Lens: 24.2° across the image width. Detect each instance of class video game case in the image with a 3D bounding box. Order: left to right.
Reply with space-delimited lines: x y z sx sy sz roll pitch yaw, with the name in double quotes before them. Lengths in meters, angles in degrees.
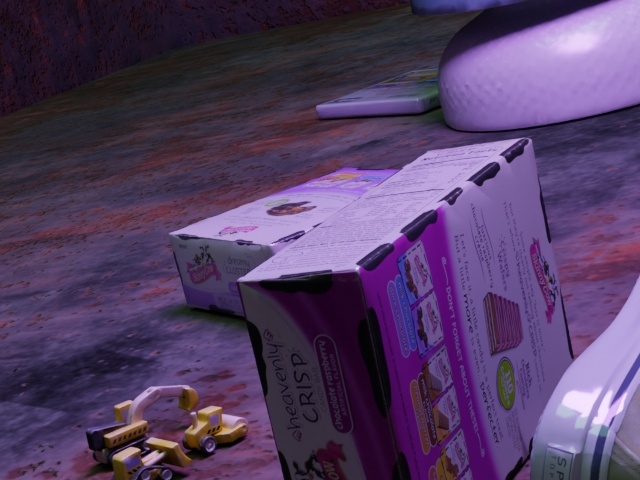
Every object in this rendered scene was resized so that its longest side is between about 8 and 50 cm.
"video game case" 0.131 -0.207 2.068 0.193 0.023 0.212 -24 16 -36

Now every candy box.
"candy box" 0.000 0.000 1.248 0.196 0.070 0.165 -21 15 -31
"candy box" 0.056 0.053 0.781 0.071 0.159 0.233 -5 15 30

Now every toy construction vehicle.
"toy construction vehicle" -0.102 0.120 0.933 0.098 0.035 0.086 -23 16 -33

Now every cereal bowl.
"cereal bowl" 0.298 -0.242 1.797 0.339 0.141 0.339 -12 14 3

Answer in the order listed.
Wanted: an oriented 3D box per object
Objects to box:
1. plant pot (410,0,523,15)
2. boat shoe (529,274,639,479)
"plant pot" 0.230 -0.395 1.763 0.290 0.195 0.290 -12 13 3
"boat shoe" 0.203 0.063 0.763 0.094 0.109 0.302 11 33 28
